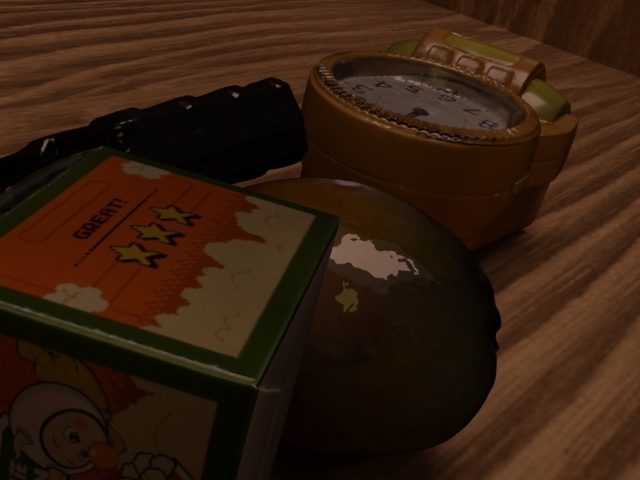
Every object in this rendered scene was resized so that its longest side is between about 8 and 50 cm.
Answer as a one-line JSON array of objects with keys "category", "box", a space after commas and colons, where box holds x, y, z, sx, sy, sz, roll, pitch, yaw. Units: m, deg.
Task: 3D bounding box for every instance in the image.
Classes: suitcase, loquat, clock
[{"category": "suitcase", "box": [-0.172, -0.041, 0.679, 0.285, 0.066, 0.206, -12, 9, 31]}, {"category": "loquat", "box": [0.008, 0.049, 0.626, 0.227, 0.179, 0.179, 24, 25, 33]}, {"category": "clock", "box": [0.109, -0.095, 0.971, 0.244, 0.200, 0.317, 21, 25, 21]}]

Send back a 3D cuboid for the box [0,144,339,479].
[{"category": "box", "box": [-0.095, 0.083, 0.457, 0.148, 0.195, 0.177, 18, 24, 5]}]
